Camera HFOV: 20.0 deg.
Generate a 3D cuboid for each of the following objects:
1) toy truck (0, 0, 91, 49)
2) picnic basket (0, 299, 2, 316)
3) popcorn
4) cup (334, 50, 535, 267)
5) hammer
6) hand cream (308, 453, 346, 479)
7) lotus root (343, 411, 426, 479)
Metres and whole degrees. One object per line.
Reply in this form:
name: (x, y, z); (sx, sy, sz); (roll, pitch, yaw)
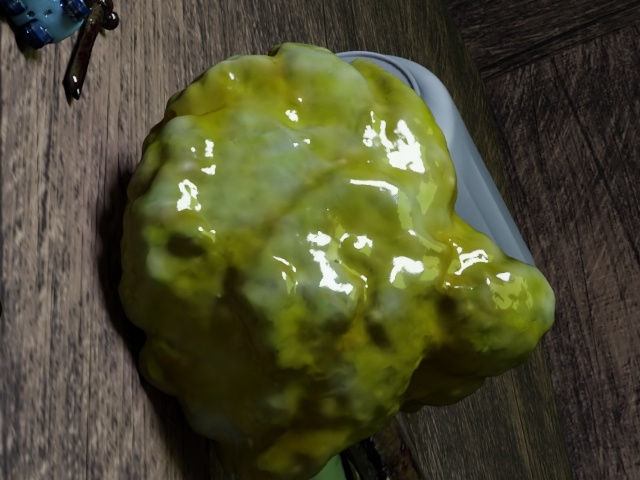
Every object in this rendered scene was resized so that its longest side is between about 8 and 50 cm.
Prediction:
toy truck: (-0.220, -0.197, 1.420); (0.073, 0.056, 0.090); (54, 7, -30)
picnic basket: (-0.211, 0.049, 1.034); (0.083, 0.072, 0.072); (62, 8, 30)
popcorn: (-0.005, 0.001, 1.461); (0.334, 0.292, 0.293); (63, 21, 5)
cup: (0.054, 0.012, 1.883); (0.327, 0.237, 0.322); (56, 49, -48)
hammer: (-0.200, -0.169, 1.526); (0.178, 0.021, 0.065); (-85, 151, -56)
hand cream: (0.016, 0.288, 1.663); (0.109, 0.067, 0.320); (-84, 158, -64)
lotus root: (0.044, 0.165, 1.723); (0.167, 0.078, 0.329); (49, -10, 32)
